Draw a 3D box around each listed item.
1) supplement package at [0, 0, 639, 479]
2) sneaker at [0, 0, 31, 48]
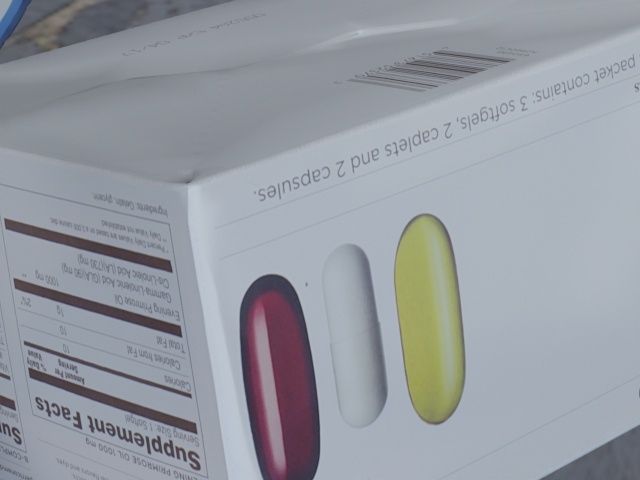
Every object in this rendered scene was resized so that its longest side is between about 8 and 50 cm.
[{"bbox_3d":[0.000,0.000,0.685,0.204,0.262,0.145,13,117,46],"label":"supplement package"},{"bbox_3d":[-0.111,-0.043,0.437,0.053,0.059,0.144,63,142,31],"label":"sneaker"}]
